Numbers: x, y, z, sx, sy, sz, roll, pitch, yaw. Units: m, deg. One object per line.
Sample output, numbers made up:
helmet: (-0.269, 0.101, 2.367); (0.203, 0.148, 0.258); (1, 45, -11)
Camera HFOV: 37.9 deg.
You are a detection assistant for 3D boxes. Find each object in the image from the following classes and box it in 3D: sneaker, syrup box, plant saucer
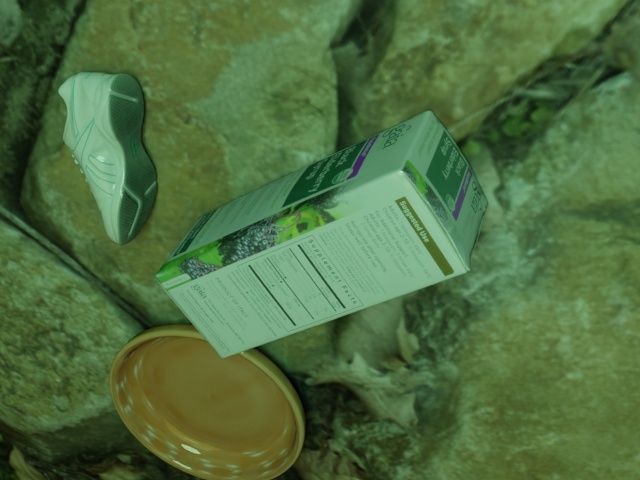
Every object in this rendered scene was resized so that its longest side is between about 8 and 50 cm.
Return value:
sneaker: (-0.173, -0.068, 0.761); (0.061, 0.053, 0.152); (13, 122, 22)
syrup box: (0.000, 0.000, 0.714); (0.237, 0.093, 0.096); (-23, 114, 32)
plant saucer: (-0.106, 0.155, 0.903); (0.200, 0.037, 0.200); (10, 126, 13)
